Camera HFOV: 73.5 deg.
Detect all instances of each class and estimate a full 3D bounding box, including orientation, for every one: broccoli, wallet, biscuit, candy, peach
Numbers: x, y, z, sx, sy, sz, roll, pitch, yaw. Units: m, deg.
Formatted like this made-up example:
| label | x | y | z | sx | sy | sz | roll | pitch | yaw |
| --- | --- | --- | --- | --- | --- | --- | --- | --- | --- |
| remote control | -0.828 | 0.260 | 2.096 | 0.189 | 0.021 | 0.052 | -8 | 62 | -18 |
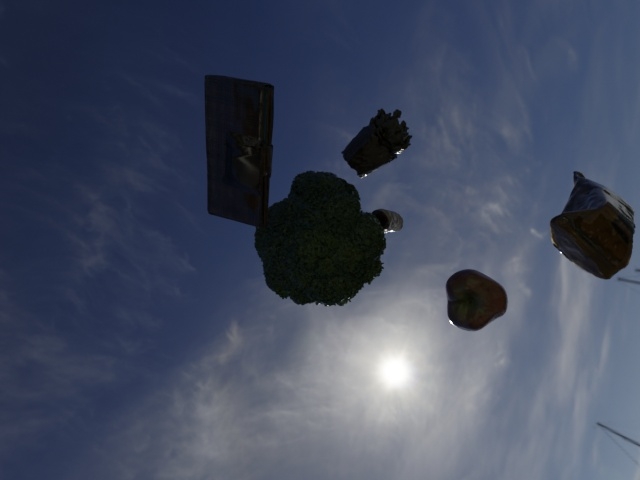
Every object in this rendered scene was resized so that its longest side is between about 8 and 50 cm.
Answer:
| label | x | y | z | sx | sy | sz | roll | pitch | yaw |
| --- | --- | --- | --- | --- | --- | --- | --- | --- | --- |
| broccoli | 0.000 | 0.000 | 0.842 | 0.241 | 0.270 | 0.261 | 25 | -96 | -79 |
| wallet | -0.134 | -0.139 | 0.687 | 0.042 | 0.125 | 0.229 | -28 | -50 | -55 |
| biscuit | 0.163 | -0.046 | 1.051 | 0.061 | 0.055 | 0.219 | 57 | -162 | 7 |
| candy | 0.477 | -0.037 | 0.741 | 0.143 | 0.101 | 0.271 | 49 | -138 | 5 |
| peach | 0.373 | 0.145 | 1.051 | 0.152 | 0.152 | 0.151 | -12 | -72 | -40 |

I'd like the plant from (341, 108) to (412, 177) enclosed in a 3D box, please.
| label | x | y | z | sx | sy | sz | roll | pitch | yaw |
| --- | --- | --- | --- | --- | --- | --- | --- | --- | --- |
| plant | 0.113 | -0.194 | 0.854 | 0.143 | 0.092 | 0.094 | -36 | -64 | 15 |
